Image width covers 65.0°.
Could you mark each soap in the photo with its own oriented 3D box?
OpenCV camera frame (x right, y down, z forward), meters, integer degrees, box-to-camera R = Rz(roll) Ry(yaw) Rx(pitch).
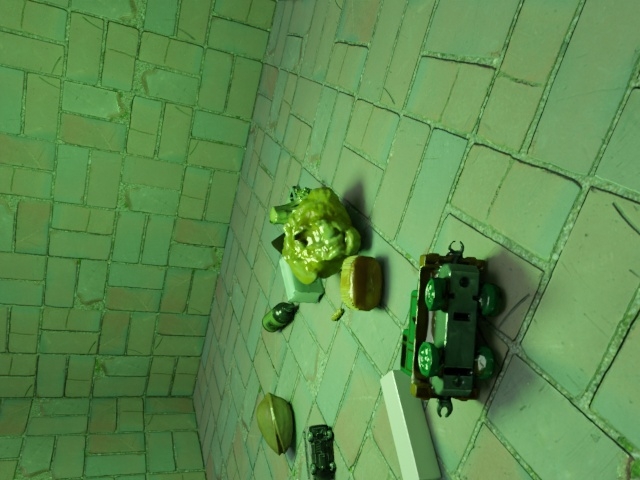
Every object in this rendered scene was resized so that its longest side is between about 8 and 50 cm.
[{"bbox_3d":[-0.084,0.153,2.177,0.261,0.150,0.094,-108,31,-43],"label":"soap"}]

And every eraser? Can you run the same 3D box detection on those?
[{"bbox_3d":[0.249,0.520,1.413,0.078,0.076,0.298,124,145,-46],"label":"eraser"}]

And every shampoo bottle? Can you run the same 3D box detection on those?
[{"bbox_3d":[-0.194,0.361,2.429,0.284,0.101,0.101,134,137,-54],"label":"shampoo bottle"}]

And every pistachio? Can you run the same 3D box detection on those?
[{"bbox_3d":[-0.199,0.814,2.242,0.260,0.162,0.213,-118,8,-50],"label":"pistachio"}]

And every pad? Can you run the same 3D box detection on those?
[{"bbox_3d":[-0.110,0.040,2.130,0.002,0.176,0.266,-49,-2,19],"label":"pad"}]

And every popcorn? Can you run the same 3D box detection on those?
[{"bbox_3d":[0.008,-0.007,1.933,0.293,0.292,0.334,-44,-11,-38],"label":"popcorn"}]

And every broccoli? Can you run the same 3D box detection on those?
[{"bbox_3d":[-0.104,-0.093,2.177,0.247,0.243,0.263,-25,68,57],"label":"broccoli"}]

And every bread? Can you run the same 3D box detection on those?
[{"bbox_3d":[0.140,0.143,1.696,0.114,0.132,0.191,169,103,-66],"label":"bread"}]

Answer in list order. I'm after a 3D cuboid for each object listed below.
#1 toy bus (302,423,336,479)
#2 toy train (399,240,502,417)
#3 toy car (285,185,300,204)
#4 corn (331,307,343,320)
[{"bbox_3d":[-0.008,0.801,1.895,0.108,0.096,0.199,131,137,-58],"label":"toy bus"},{"bbox_3d":[0.308,0.216,1.267,0.249,0.178,0.429,167,109,-77],"label":"toy train"},{"bbox_3d":[-0.131,-0.185,2.472,0.224,0.076,0.090,-112,36,-48],"label":"toy car"},{"bbox_3d":[0.065,0.290,1.955,0.083,0.028,0.027,-53,31,42],"label":"corn"}]
